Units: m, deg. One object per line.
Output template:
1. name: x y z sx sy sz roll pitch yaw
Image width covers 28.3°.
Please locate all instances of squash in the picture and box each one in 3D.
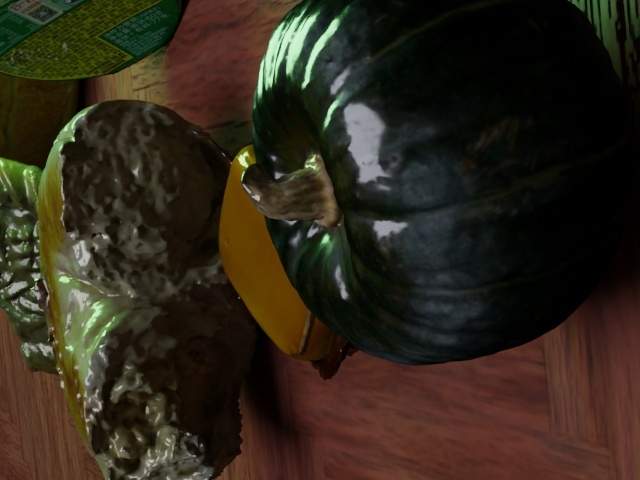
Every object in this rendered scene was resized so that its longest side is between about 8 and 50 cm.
1. squash: 0.054 -0.039 0.635 0.218 0.172 0.218 31 146 24

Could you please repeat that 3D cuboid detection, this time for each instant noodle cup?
1. instant noodle cup: -0.241 -0.293 1.151 0.207 0.207 0.233 129 135 -55

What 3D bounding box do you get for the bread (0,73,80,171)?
1. bread: -0.350 -0.166 1.416 0.132 0.166 0.294 31 127 27

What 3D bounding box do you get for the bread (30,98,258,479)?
1. bread: -0.147 0.051 1.058 0.192 0.171 0.314 163 99 -65

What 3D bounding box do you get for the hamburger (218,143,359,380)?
1. hamburger: 0.000 0.000 0.846 0.166 0.087 0.137 56 143 39

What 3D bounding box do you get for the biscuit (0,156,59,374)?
1. biscuit: -0.294 0.025 1.364 0.187 0.036 0.274 -12 113 28
